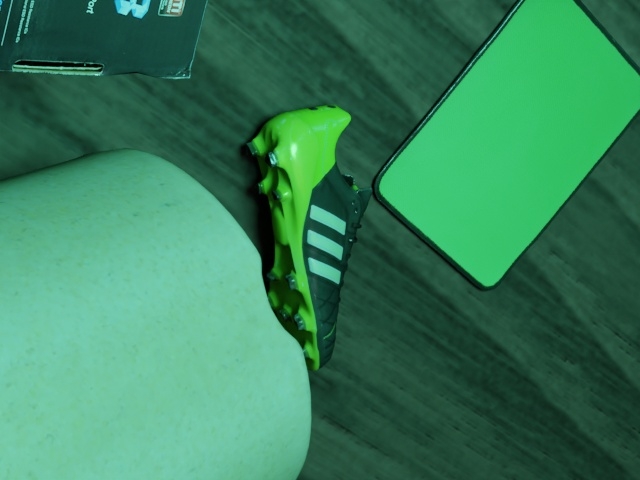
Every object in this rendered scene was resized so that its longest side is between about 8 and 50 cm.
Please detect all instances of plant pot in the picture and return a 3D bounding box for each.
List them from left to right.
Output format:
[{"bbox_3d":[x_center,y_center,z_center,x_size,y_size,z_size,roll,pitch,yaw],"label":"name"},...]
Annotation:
[{"bbox_3d":[-0.185,0.107,1.030,0.305,0.334,0.334,-26,127,-34],"label":"plant pot"}]

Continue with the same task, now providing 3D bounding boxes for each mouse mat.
[{"bbox_3d":[0.133,-0.069,1.325,0.189,0.007,0.152,-50,130,0],"label":"mouse mat"}]

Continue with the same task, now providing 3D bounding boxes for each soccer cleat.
[{"bbox_3d":[0.000,0.000,1.239,0.072,0.060,0.179,-20,121,-26],"label":"soccer cleat"}]

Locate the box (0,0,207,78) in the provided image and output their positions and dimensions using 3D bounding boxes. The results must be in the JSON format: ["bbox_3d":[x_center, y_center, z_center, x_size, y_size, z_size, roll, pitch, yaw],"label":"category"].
[{"bbox_3d":[-0.158,-0.222,0.876,0.293,0.073,0.295,-3,117,-41],"label":"box"}]
